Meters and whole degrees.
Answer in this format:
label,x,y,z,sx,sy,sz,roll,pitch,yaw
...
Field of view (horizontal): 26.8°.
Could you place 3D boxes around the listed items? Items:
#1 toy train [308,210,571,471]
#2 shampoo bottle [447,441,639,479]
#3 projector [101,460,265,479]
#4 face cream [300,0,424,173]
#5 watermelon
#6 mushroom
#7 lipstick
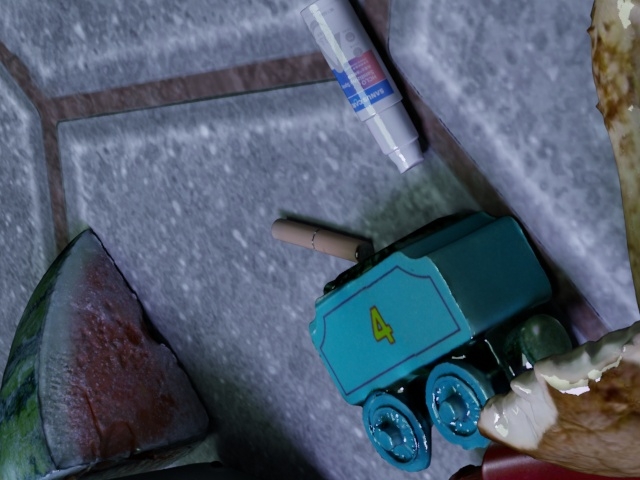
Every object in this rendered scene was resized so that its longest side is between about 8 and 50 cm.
label,x,y,z,sx,sy,sz,roll,pitch,yaw
toy train,0.081,0.071,0.928,0.198,0.107,0.154,-34,82,53
shampoo bottle,0.183,0.170,0.912,0.260,0.064,0.102,-26,96,53
projector,-0.122,0.275,1.179,0.198,0.250,0.108,11,98,45
face cream,0.032,-0.105,0.908,0.034,0.034,0.130,-22,99,53
watermelon,-0.209,0.144,1.305,0.213,0.201,0.262,131,146,-54
mushroom,0.192,-0.019,0.710,0.208,0.302,0.233,23,153,-30
lipstick,0.000,0.000,1.034,0.094,0.019,0.019,17,128,42
